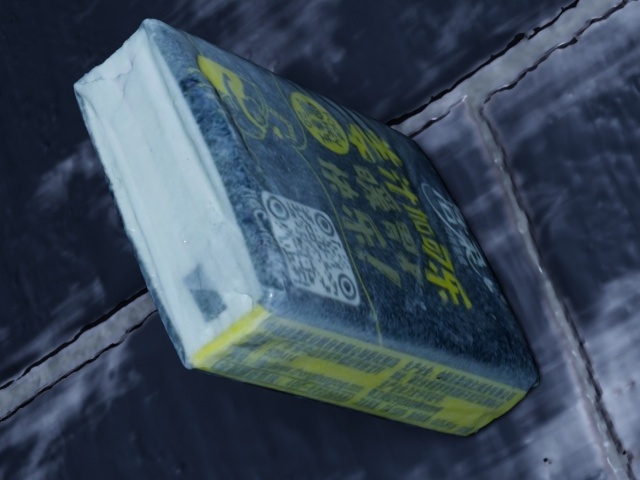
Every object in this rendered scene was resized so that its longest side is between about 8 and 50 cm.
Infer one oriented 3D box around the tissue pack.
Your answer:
[{"bbox_3d":[0.000,0.000,0.974,0.081,0.257,0.185,-38,58,22],"label":"tissue pack"}]
